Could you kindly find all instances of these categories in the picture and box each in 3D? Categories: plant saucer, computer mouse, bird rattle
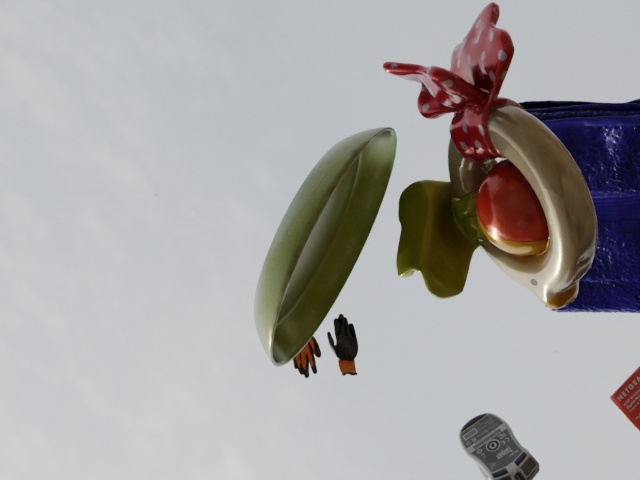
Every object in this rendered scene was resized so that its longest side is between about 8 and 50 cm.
[{"bbox_3d":[0.000,0.000,0.968,0.037,0.241,0.241,26,-92,12],"label":"plant saucer"},{"bbox_3d":[0.243,0.289,1.338,0.106,0.193,0.042,-33,-55,-3],"label":"computer mouse"},{"bbox_3d":[0.157,-0.056,0.886,0.143,0.207,0.254,-23,-41,-27],"label":"bird rattle"}]

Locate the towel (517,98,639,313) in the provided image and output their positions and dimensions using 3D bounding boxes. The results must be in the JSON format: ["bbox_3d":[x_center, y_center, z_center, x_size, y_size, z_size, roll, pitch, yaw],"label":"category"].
[{"bbox_3d":[0.367,-0.035,1.357,0.227,0.076,0.308,1,-57,30],"label":"towel"}]

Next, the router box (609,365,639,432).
[{"bbox_3d":[0.579,0.278,1.393,0.301,0.335,0.082,51,-61,30],"label":"router box"}]

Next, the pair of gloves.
[{"bbox_3d":[0.004,0.119,1.202,0.083,0.010,0.074,0,-115,-19],"label":"pair of gloves"}]
